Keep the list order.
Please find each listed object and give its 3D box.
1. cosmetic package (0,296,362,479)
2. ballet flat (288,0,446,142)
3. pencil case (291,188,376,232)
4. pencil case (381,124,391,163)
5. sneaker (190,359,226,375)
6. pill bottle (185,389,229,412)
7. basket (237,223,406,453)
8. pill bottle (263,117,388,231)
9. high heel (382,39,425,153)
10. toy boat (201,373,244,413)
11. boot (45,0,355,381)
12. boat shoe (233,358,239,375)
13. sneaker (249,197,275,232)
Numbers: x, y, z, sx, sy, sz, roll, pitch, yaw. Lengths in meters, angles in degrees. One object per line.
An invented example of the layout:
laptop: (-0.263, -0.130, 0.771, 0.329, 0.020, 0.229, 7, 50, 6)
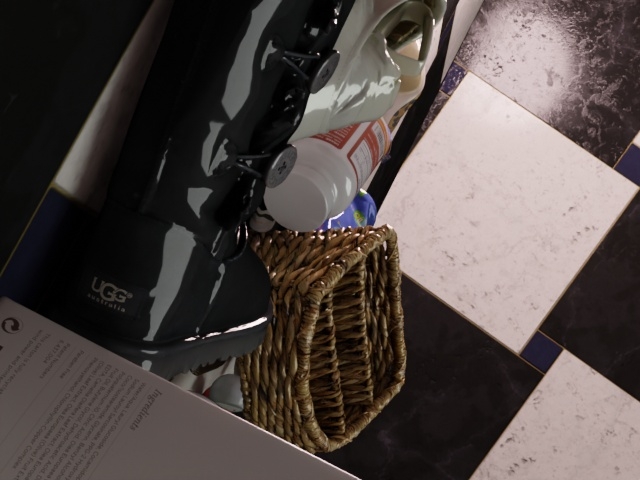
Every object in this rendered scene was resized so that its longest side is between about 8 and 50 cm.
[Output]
cosmetic package: (-0.109, 0.218, 0.735, 0.155, 0.365, 0.197, -57, 170, -42)
ballet flat: (0.052, -0.216, 1.212, 0.400, 0.139, 0.139, -56, 170, -46)
pencil case: (0.000, 0.000, 1.810, 0.306, 0.119, 0.133, -52, 145, -56)
pencil case: (0.059, -0.167, 1.719, 0.104, 0.104, 0.236, -64, 172, 7)
sneaker: (-0.143, 0.141, 1.559, 0.071, 0.066, 0.188, -48, 175, 24)
pill bottle: (-0.176, 0.269, 1.301, 0.161, 0.161, 0.283, -62, 173, -12)
basket: (0.006, 0.147, 1.446, 0.213, 0.223, 0.299, -83, 171, -59)
pill bottle: (0.006, -0.105, 1.437, 0.216, 0.121, 0.121, -54, 169, -50)
high heel: (0.111, -0.251, 1.965, 0.261, 0.093, 0.186, -70, -167, -15)
toy boat: (-0.062, 0.214, 1.761, 0.318, 0.267, 0.148, -26, 173, -31)
boot: (-0.056, -0.119, 0.907, 0.367, 0.146, 0.445, -39, 150, -78)
boat shoe: (-0.060, 0.156, 1.949, 0.324, 0.123, 0.116, -58, 174, -25)
sneaker: (-0.061, -0.057, 1.455, 0.044, 0.040, 0.109, 105, 12, -46)
